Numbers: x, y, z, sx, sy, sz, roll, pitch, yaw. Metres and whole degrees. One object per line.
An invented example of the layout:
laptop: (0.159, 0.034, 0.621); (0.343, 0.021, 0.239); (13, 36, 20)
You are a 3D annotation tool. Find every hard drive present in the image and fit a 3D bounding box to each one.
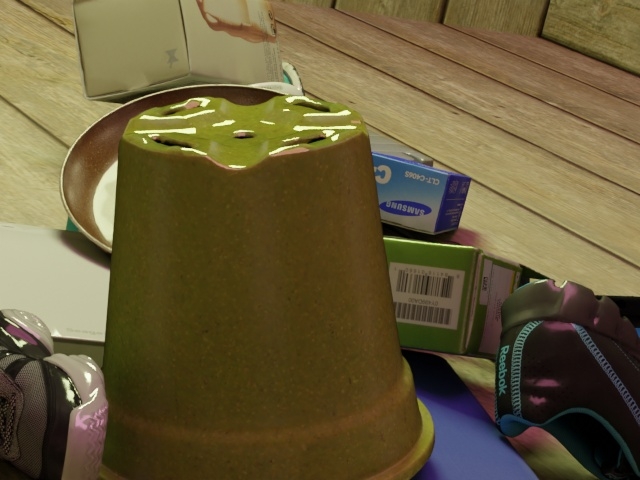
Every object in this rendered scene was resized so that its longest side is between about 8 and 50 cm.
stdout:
hard drive: (-0.268, 0.049, 1.512); (0.203, 0.040, 0.307); (7, 16, -21)
hard drive: (0.051, 0.158, 1.384); (0.210, 0.040, 0.319); (9, 16, -16)

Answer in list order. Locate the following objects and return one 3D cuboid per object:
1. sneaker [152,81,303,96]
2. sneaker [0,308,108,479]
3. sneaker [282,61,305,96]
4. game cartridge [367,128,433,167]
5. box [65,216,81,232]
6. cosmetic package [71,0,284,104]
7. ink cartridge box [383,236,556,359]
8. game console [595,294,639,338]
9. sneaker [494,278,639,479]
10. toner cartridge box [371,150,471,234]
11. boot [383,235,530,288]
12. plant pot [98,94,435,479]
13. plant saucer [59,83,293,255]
sneaker: (-0.142, -0.104, 2.009); (0.305, 0.114, 0.152); (-13, 67, -19)
sneaker: (-0.252, 0.115, 1.185); (0.153, 0.101, 0.268); (5, 12, -26)
sneaker: (-0.103, -0.220, 2.555); (0.110, 0.107, 0.275); (-17, 24, -26)
game cartridge: (-0.045, -0.125, 2.288); (0.355, 0.068, 0.230); (-1, 17, -42)
box: (-0.156, -0.027, 1.835); (0.100, 0.060, 0.244); (25, 19, 35)
cosmetic package: (-0.172, -0.242, 2.088); (0.153, 0.129, 0.296); (-10, -2, 19)
ink cartridge box: (0.099, 0.057, 1.570); (0.188, 0.097, 0.255); (7, -4, 25)
game console: (0.338, 0.147, 1.695); (0.293, 0.173, 0.250); (4, -13, -33)
sneaker: (0.292, 0.167, 1.443); (0.340, 0.125, 0.140); (25, 57, -14)
toner cartridge box: (0.086, -0.065, 2.026); (0.165, 0.075, 0.348); (14, 4, 9)
boot: (0.096, 0.032, 1.841); (0.246, 0.083, 0.161); (10, 8, -33)
plant pot: (-0.052, 0.032, 1.235); (0.276, 0.254, 0.276); (-1, 18, 0)
plant saucer: (-0.106, -0.053, 1.680); (0.310, 0.050, 0.311); (-1, 39, 1)
